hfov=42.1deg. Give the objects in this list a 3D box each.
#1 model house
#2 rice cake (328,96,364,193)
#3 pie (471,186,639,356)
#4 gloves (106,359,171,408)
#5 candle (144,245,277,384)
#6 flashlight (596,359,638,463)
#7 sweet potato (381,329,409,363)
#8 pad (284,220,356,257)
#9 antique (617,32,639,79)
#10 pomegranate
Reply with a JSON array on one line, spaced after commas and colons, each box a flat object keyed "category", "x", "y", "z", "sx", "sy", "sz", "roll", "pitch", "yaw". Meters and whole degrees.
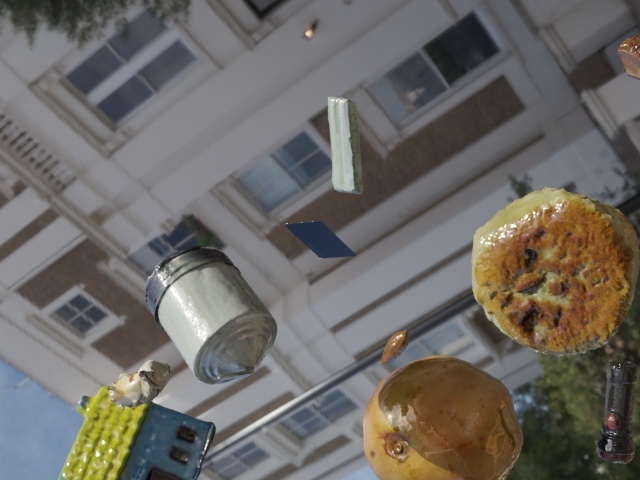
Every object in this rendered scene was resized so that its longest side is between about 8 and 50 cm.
[{"category": "model house", "x": -0.421, "y": 0.473, "z": 1.847, "sx": 0.303, "sy": 0.215, "sz": 0.237, "roll": 24, "pitch": -123, "yaw": -8}, {"category": "rice cake", "x": 0.057, "y": -0.220, "z": 1.920, "sx": 0.040, "sy": 0.085, "sz": 0.226, "roll": -10, "pitch": -80, "yaw": -34}, {"category": "pie", "x": 0.403, "y": 0.062, "z": 1.449, "sx": 0.315, "sy": 0.315, "sz": 0.092, "roll": 58, "pitch": -144, "yaw": 3}, {"category": "gloves", "x": -0.352, "y": 0.282, "z": 1.625, "sx": 0.153, "sy": 0.114, "sz": 0.070, "roll": -66, "pitch": -49, "yaw": -82}, {"category": "candle", "x": -0.226, "y": 0.180, "z": 1.821, "sx": 0.342, "sy": 0.221, "sz": 0.221, "roll": 49, "pitch": -169, "yaw": 34}, {"category": "flashlight", "x": 0.696, "y": 0.397, "z": 1.943, "sx": 0.093, "sy": 0.093, "sz": 0.232, "roll": -27, "pitch": -60, "yaw": -72}, {"category": "sweet potato", "x": 0.131, "y": 0.185, "z": 1.455, "sx": 0.034, "sy": 0.095, "sz": 0.034, "roll": 19, "pitch": -139, "yaw": -18}, {"category": "pad", "x": 0.000, "y": 0.000, "z": 1.929, "sx": 0.157, "sy": 0.112, "sz": 0.003, "roll": 42, "pitch": -125, "yaw": -41}, {"category": "antique", "x": 0.734, "y": -0.362, "z": 1.690, "sx": 0.093, "sy": 0.087, "sz": 0.310, "roll": 54, "pitch": 179, "yaw": -28}, {"category": "pomegranate", "x": 0.304, "y": 0.480, "z": 2.078, "sx": 0.411, "sy": 0.411, "sz": 0.411, "roll": 49, "pitch": -161, "yaw": -24}]
